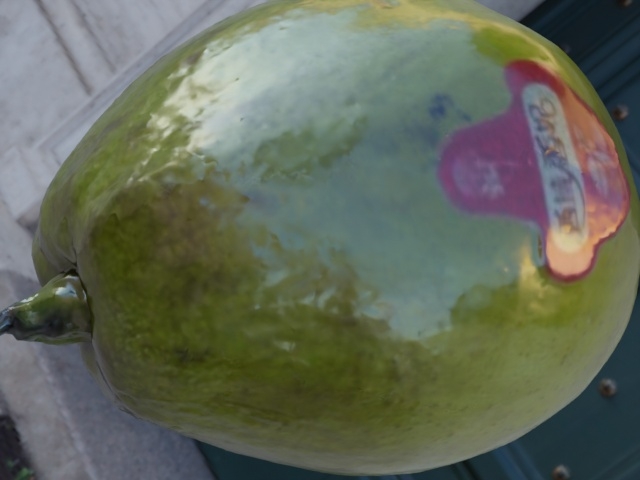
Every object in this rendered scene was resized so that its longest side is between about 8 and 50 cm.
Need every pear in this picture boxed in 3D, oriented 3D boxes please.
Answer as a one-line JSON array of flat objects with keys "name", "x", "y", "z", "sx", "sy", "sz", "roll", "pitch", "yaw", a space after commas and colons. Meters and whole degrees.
[{"name": "pear", "x": 0.000, "y": 0.000, "z": 0.581, "sx": 0.287, "sy": 0.375, "sz": 0.287, "roll": 35, "pitch": -48, "yaw": 51}]
